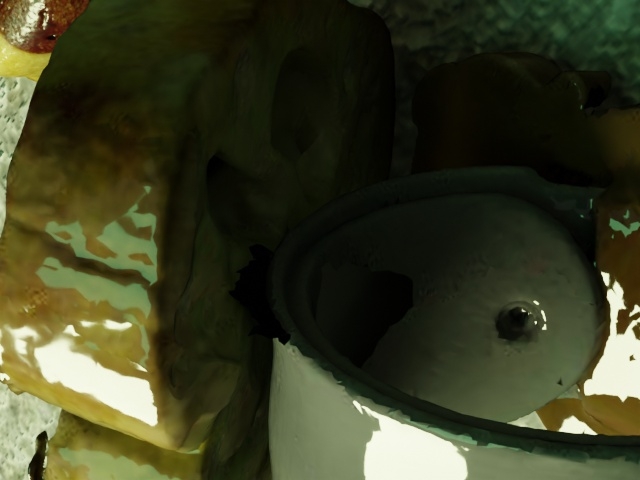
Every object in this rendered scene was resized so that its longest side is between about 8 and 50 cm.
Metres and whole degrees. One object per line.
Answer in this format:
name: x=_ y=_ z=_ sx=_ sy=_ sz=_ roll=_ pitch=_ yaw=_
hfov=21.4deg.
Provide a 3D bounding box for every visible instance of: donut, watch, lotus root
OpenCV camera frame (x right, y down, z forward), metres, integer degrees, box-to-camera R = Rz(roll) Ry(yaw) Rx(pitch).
donut: x=-0.226 y=-0.195 z=1.215 sx=0.184 sy=0.073 sz=0.166 roll=-36 pitch=80 yaw=44
watch: x=0.107 y=0.074 z=0.847 sx=0.335 sy=0.327 sz=0.314 roll=23 pitch=123 yaw=34
lotus root: x=-0.048 y=0.012 z=0.942 sx=0.111 sy=0.375 sz=0.390 roll=8 pitch=141 yaw=18
